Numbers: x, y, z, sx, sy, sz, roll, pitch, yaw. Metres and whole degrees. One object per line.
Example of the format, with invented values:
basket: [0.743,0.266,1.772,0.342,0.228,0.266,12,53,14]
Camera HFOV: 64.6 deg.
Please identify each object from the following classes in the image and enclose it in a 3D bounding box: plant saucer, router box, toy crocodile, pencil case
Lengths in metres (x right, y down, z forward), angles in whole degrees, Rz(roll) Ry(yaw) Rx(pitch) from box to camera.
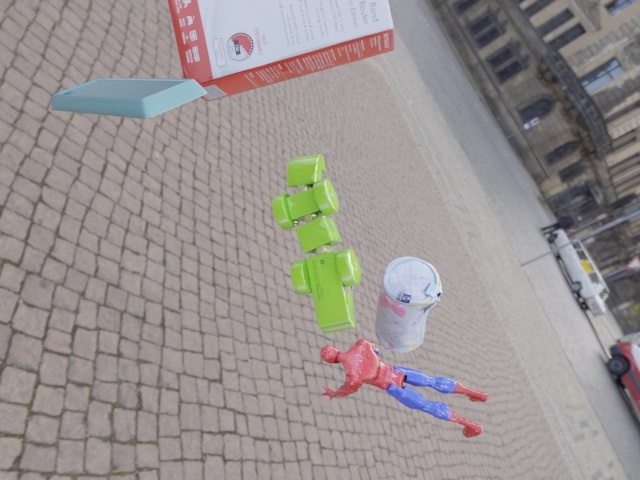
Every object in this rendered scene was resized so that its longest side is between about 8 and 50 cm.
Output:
plant saucer: [-0.191,-0.139,0.484,0.067,0.191,0.018,-38,129,-36]
router box: [-0.075,-0.408,0.730,0.082,0.300,0.336,1,76,-81]
toy crocodile: [0.000,0.000,0.937,0.105,0.115,0.341,12,61,-68]
pencil case: [0.187,0.149,1.116,0.273,0.124,0.114,90,18,-56]

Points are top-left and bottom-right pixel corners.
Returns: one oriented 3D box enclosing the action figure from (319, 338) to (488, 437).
action figure: [0.115,0.239,0.834,0.280,0.139,0.092,26,62,-11]
